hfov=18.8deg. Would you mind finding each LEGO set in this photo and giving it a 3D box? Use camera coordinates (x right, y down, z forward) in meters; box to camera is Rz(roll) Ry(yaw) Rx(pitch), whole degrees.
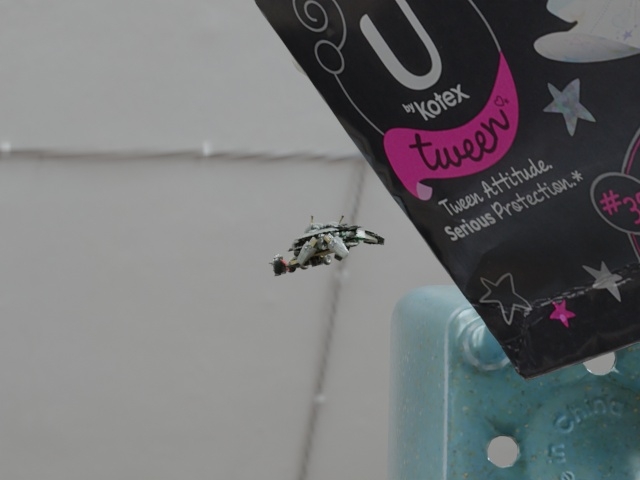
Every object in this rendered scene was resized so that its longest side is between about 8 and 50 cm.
[{"bbox_3d":[-0.003,0.001,0.919,0.054,0.023,0.083,-12,-2,-33],"label":"LEGO set"}]

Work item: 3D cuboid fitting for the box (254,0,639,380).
[{"bbox_3d":[0.132,-0.090,0.485,0.142,0.163,0.247,55,-38,-8],"label":"box"}]

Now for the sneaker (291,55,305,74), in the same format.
[{"bbox_3d":[0.096,-0.149,0.776,0.148,0.350,0.131,23,-46,-5],"label":"sneaker"}]

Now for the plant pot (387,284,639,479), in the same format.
[{"bbox_3d":[0.145,0.136,1.011,0.248,0.247,0.252,0,-17,9],"label":"plant pot"}]
